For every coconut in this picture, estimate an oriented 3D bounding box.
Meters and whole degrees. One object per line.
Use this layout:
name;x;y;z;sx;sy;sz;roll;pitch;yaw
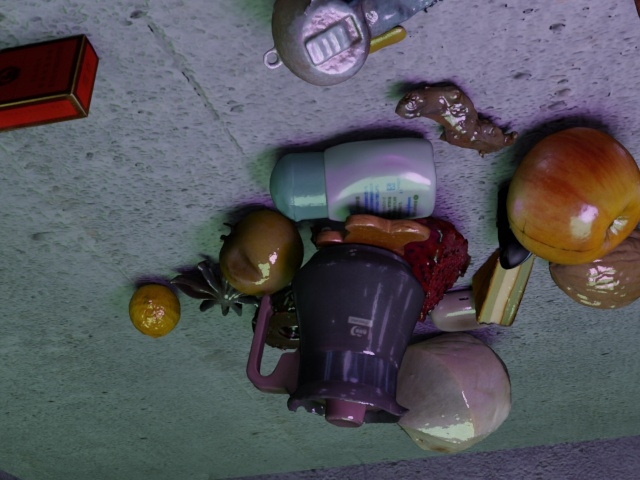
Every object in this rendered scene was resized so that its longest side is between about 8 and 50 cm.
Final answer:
coconut;0.374;0.480;2.213;0.415;0.345;0.415;-28;155;-14

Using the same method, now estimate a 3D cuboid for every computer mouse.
computer mouse;0.465;-0.027;1.698;0.096;0.137;0.233;-4;144;11

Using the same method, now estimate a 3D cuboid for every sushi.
sushi;0.000;0.000;1.798;0.047;0.050;0.099;-4;136;14

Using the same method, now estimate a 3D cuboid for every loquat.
loquat;-0.144;0.029;1.702;0.213;0.213;0.213;-1;146;-1

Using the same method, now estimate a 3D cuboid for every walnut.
walnut;0.698;0.059;1.783;0.260;0.225;0.225;-1;146;-3

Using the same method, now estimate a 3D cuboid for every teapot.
teapot;0.034;0.218;1.577;0.375;0.362;0.306;2;151;11

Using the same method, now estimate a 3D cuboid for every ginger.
ginger;0.272;-0.243;1.443;0.290;0.084;0.122;20;162;-34

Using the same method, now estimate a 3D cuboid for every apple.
apple;0.528;-0.086;1.489;0.286;0.233;0.286;-23;132;-28

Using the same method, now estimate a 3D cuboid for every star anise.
star anise;-0.243;0.110;1.902;0.257;0.111;0.198;-31;121;26

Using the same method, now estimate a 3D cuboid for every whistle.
whistle;0.056;-0.379;1.183;0.347;0.189;0.189;-29;143;0

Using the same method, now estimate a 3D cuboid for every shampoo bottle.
shampoo bottle;0.065;-0.122;1.530;0.349;0.151;0.222;-4;154;3

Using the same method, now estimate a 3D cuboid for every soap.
soap;0.113;-0.362;1.301;0.089;0.012;0.034;-18;142;22

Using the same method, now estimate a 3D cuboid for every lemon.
lemon;-0.455;0.197;1.981;0.142;0.142;0.187;0;148;-3

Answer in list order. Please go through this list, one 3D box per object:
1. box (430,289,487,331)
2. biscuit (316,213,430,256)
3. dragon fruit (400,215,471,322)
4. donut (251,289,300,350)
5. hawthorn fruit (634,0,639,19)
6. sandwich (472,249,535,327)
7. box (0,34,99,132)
box;0.418;0.203;2.077;0.200;0.088;0.146;-7;144;9
biscuit;0.095;-0.003;1.587;0.205;0.049;0.324;8;162;-13
dragon fruit;0.254;0.049;1.717;0.302;0.240;0.330;-13;156;-17
donut;-0.072;0.231;2.085;0.269;0.103;0.270;0;144;0
hawthorn fruit;0.598;-0.388;1.109;0.231;0.263;0.235;35;163;-13
sandwich;0.500;0.125;1.920;0.117;0.144;0.187;7;145;-17
box;-0.526;-0.274;1.277;0.239;0.153;0.074;-8;150;9
